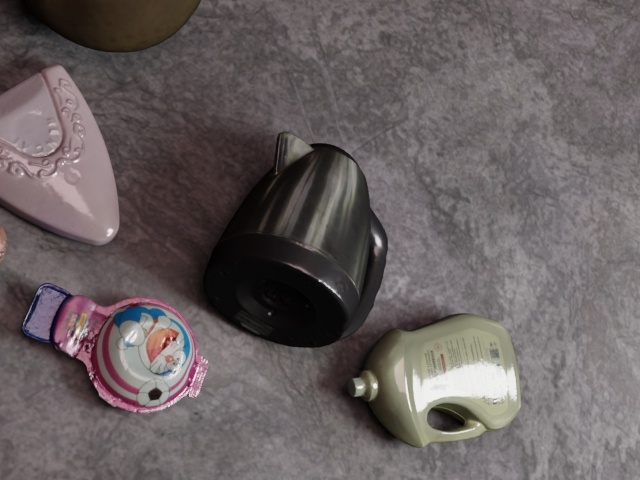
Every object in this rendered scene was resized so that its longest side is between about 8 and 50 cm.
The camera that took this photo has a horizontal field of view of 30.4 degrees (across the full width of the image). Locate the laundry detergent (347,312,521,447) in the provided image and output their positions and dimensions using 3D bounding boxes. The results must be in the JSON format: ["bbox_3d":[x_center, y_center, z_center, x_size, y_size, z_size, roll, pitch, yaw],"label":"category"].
[{"bbox_3d":[0.156,0.199,1.672,0.253,0.091,0.181,-4,80,-27],"label":"laundry detergent"}]

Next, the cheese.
[{"bbox_3d":[-0.258,0.132,1.514,0.244,0.062,0.155,26,65,-15],"label":"cheese"}]

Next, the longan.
[{"bbox_3d":[-0.278,-0.370,1.574,0.258,0.258,0.258,8,69,-23],"label":"longan"}]

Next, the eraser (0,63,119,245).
[{"bbox_3d":[-0.348,-0.099,1.550,0.204,0.059,0.243,-40,88,-30],"label":"eraser"}]

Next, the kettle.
[{"bbox_3d":[-0.002,-0.010,1.611,0.251,0.207,0.271,25,56,-8],"label":"kettle"}]

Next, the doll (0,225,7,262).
[{"bbox_3d":[-0.521,0.020,1.379,0.201,0.156,0.303,49,64,-10],"label":"doll"}]
